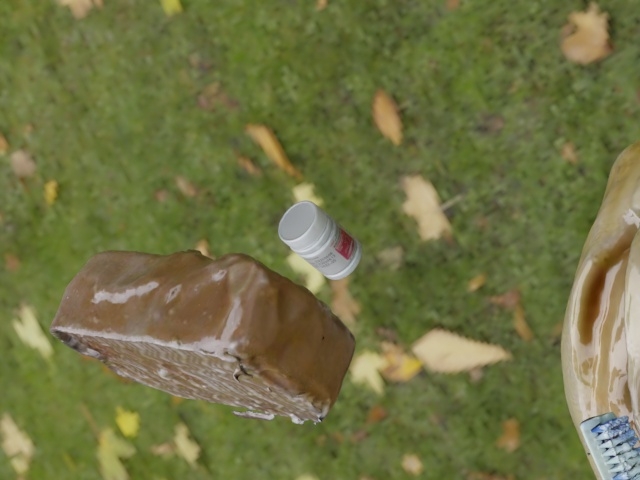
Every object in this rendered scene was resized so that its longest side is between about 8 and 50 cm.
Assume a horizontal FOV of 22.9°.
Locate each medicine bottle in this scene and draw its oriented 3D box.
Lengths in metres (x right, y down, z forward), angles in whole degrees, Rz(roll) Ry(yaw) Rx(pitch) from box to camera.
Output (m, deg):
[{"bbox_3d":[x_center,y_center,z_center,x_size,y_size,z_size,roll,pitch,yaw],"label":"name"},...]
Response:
[{"bbox_3d":[0.000,0.000,1.825,0.091,0.058,0.058,40,170,-39],"label":"medicine bottle"}]

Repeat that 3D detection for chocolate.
[{"bbox_3d":[-0.090,0.066,1.194,0.214,0.093,0.148,7,156,42],"label":"chocolate"}]

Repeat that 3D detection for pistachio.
[{"bbox_3d":[0.386,0.084,1.545,0.281,0.365,0.445,-3,85,48],"label":"pistachio"}]

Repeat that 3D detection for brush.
[{"bbox_3d":[0.227,0.199,1.067,0.030,0.033,0.178,-28,83,52],"label":"brush"}]
